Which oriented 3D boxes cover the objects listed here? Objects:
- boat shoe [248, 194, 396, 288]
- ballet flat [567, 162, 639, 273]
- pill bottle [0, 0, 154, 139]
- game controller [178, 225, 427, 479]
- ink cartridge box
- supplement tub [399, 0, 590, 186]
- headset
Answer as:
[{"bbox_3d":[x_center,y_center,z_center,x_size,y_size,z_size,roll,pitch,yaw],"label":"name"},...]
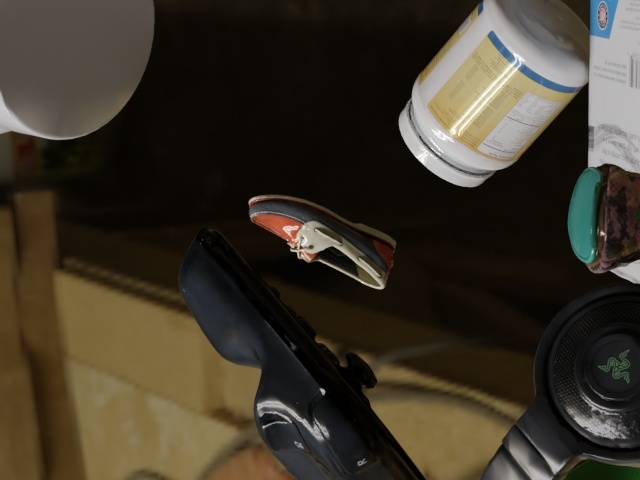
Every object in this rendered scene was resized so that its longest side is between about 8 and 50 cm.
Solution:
[{"bbox_3d":[0.000,0.000,1.615,0.049,0.137,0.043,-32,40,62],"label":"boat shoe"},{"bbox_3d":[0.210,-0.013,1.261,0.221,0.079,0.076,-5,-78,-87],"label":"ballet flat"},{"bbox_3d":[-0.320,-0.203,1.594,0.363,0.210,0.210,17,110,41],"label":"pill bottle"},{"bbox_3d":[0.022,0.110,1.040,0.166,0.067,0.319,59,-178,35],"label":"game controller"},{"bbox_3d":[0.360,-0.118,1.905,0.223,0.129,0.307,-140,48,-75],"label":"ink cartridge box"},{"bbox_3d":[0.190,-0.168,2.069,0.199,0.144,0.144,-49,54,34],"label":"supplement tub"},{"bbox_3d":[0.280,0.109,1.391,0.185,0.243,0.394,50,124,24],"label":"headset"}]
